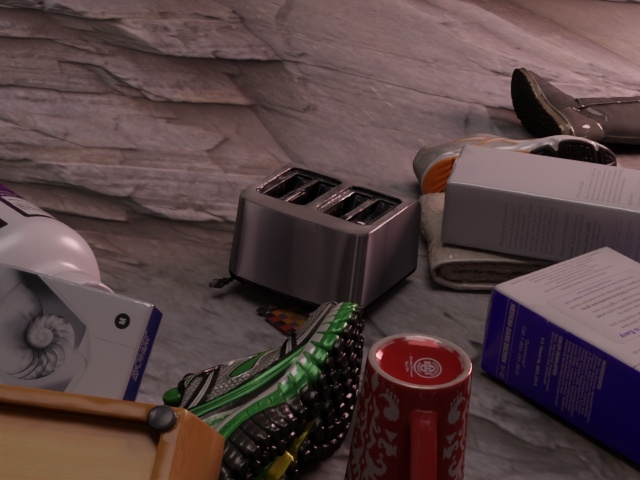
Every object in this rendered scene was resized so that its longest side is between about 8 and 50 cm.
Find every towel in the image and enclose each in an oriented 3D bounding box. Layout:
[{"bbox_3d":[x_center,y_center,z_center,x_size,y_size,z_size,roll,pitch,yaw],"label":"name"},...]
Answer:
[{"bbox_3d":[0.256,0.001,2.022,0.282,0.049,0.187,2,26,-5],"label":"towel"}]

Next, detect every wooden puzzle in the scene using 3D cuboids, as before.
[{"bbox_3d":[-0.027,0.085,1.849,0.049,0.006,0.083,-16,34,-36],"label":"wooden puzzle"}]

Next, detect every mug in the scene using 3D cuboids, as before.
[{"bbox_3d":[0.088,0.183,1.506,0.113,0.169,0.150,-11,32,-31],"label":"mug"}]

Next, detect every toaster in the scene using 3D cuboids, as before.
[{"bbox_3d":[0.000,0.000,1.897,0.168,0.110,0.185,18,27,24],"label":"toaster"}]

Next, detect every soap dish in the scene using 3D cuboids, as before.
[{"bbox_3d":[-0.236,0.220,1.354,0.290,0.118,0.229,7,53,5],"label":"soap dish"}]

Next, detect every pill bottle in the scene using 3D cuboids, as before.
[{"bbox_3d":[-0.342,0.033,1.702,0.181,0.181,0.323,-20,37,-40],"label":"pill bottle"}]

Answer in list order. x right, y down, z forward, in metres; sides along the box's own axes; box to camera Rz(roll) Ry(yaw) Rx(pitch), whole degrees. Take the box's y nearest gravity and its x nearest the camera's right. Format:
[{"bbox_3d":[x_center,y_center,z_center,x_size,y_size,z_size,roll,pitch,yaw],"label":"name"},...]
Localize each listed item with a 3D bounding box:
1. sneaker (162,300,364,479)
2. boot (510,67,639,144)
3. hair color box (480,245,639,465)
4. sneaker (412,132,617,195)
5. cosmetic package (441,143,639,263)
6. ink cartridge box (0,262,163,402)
[{"bbox_3d":[-0.063,0.143,1.594,0.146,0.134,0.343,17,30,23],"label":"sneaker"},{"bbox_3d":[0.384,-0.182,2.367,0.208,0.076,0.190,-12,46,-18],"label":"boot"},{"bbox_3d":[0.345,0.135,1.718,0.185,0.110,0.339,-17,33,-38],"label":"hair color box"},{"bbox_3d":[0.239,-0.099,2.162,0.262,0.099,0.121,-1,24,-15],"label":"sneaker"},{"bbox_3d":[0.260,-0.036,1.953,0.231,0.085,0.117,9,27,13],"label":"cosmetic package"},{"bbox_3d":[-0.274,0.135,1.512,0.224,0.223,0.045,12,-14,15],"label":"ink cartridge box"}]
